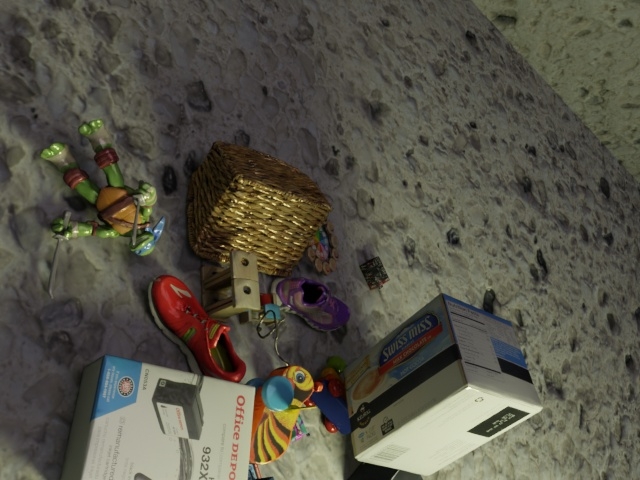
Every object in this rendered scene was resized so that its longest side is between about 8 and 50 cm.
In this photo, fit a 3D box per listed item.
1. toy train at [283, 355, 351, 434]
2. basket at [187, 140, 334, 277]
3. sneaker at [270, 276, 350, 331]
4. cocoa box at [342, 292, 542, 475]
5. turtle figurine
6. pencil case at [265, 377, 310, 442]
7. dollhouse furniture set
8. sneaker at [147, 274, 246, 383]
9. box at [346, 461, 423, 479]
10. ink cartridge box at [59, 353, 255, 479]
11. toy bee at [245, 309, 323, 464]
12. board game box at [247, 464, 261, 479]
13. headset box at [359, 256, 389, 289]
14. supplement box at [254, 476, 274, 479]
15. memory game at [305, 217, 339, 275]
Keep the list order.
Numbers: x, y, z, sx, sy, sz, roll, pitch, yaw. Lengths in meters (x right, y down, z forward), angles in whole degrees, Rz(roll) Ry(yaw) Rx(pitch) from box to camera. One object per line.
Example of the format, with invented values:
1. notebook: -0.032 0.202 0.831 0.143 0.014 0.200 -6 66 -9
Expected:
1. toy train: 0.017 0.324 1.630 0.248 0.105 0.143 51 33 -14
2. basket: -0.165 -0.077 1.620 0.299 0.223 0.213 15 27 -40
3. sneaker: -0.005 0.150 1.673 0.236 0.104 0.095 28 53 -35
4. cocoa box: 0.248 0.319 1.491 0.231 0.347 0.228 23 40 -30
5. turtle figurine: -0.419 -0.081 1.299 0.274 0.198 0.266 -32 92 -51
6. pencil case: -0.076 0.371 1.529 0.064 0.070 0.152 -11 79 -38
7. dollhouse furniture set: -0.153 0.108 1.525 0.183 0.129 0.129 11 65 -41
8. sneaker: -0.241 0.179 1.414 0.279 0.118 0.107 57 43 -10
9. box: 0.167 0.599 1.606 0.093 0.156 0.158 -34 97 -46
10. ink cartridge box: -0.286 0.356 1.259 0.307 0.129 0.223 20 58 -30
11. toy bee: -0.067 0.320 1.420 0.162 0.195 0.298 26 83 -31
12. board game box: -0.183 0.496 1.400 0.145 0.027 0.281 -12 81 -46
13. headset box: 0.152 0.094 1.906 0.062 0.032 0.083 -27 93 -47
14. supplement box: -0.123 0.533 1.380 0.083 0.056 0.083 -22 88 -48
15. memory game: 0.000 0.000 1.776 0.186 0.012 0.186 36 46 -50
